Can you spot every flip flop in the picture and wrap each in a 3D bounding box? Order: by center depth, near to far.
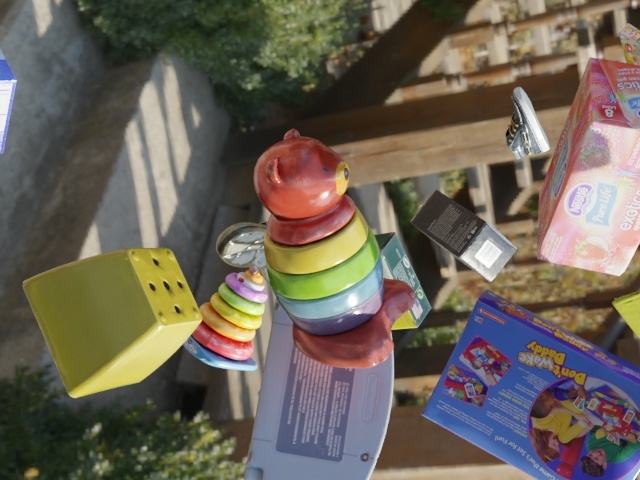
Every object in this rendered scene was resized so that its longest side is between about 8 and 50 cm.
[{"bbox_3d":[-0.112,0.007,1.649,0.080,0.112,0.277,45,12,26],"label":"flip flop"}]

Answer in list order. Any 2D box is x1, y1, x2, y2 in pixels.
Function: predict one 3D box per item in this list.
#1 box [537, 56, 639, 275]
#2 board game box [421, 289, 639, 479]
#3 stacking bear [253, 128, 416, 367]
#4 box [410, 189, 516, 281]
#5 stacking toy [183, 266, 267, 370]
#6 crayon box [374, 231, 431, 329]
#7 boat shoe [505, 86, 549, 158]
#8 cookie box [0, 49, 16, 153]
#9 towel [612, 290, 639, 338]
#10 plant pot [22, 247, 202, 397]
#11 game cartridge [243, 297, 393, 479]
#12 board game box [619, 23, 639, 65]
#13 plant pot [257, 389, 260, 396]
[{"bbox_3d":[0.432,-0.104,1.360,0.300,0.142,0.154,96,6,-50],"label":"box"},{"bbox_3d":[0.374,0.267,1.491,0.233,0.347,0.078,-67,165,19],"label":"board game box"},{"bbox_3d":[0.000,0.000,1.176,0.175,0.164,0.289,-57,137,-49],"label":"stacking bear"},{"bbox_3d":[0.347,-0.013,2.200,0.153,0.108,0.207,34,5,-42],"label":"box"},{"bbox_3d":[-0.181,0.138,2.065,0.166,0.175,0.302,18,106,-47],"label":"stacking toy"},{"bbox_3d":[0.062,0.102,1.998,0.081,0.318,0.202,-48,119,-44],"label":"crayon box"},{"bbox_3d":[0.446,-0.257,2.025,0.183,0.083,0.065,54,25,-35],"label":"boat shoe"},{"bbox_3d":[-0.362,-0.159,0.956,0.040,0.107,0.092,-12,56,-36],"label":"cookie box"},{"bbox_3d":[0.686,0.189,1.782,0.237,0.102,0.021,48,47,-11],"label":"towel"},{"bbox_3d":[-0.330,0.116,1.523,0.212,0.187,0.212,63,18,10],"label":"plant pot"},{"bbox_3d":[0.007,0.225,1.336,0.060,0.196,0.294,95,4,-70],"label":"game cartridge"},{"bbox_3d":[0.630,-0.340,1.733,0.103,0.026,0.154,47,2,35],"label":"board game box"},{"bbox_3d":[-0.075,0.398,2.237,0.109,0.109,0.096,51,-6,28],"label":"plant pot"}]
